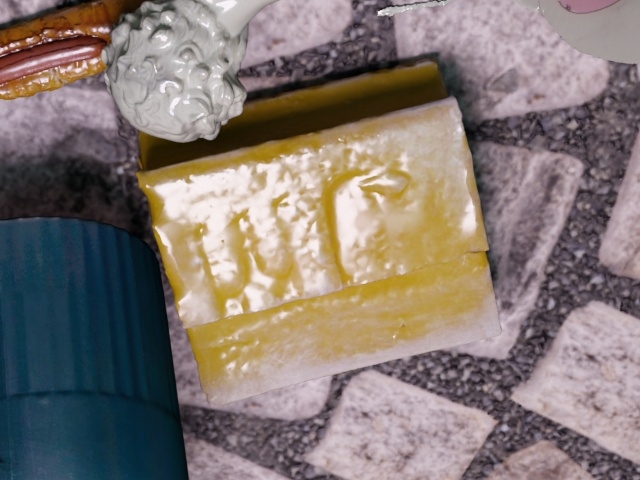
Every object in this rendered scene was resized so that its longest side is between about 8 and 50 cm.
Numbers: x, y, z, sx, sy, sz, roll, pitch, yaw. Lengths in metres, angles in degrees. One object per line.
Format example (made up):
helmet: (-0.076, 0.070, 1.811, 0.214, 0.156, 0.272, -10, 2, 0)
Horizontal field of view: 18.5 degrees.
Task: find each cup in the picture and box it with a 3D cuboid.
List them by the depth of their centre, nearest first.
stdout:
cup: (-0.215, 0.160, 1.646, 0.242, 0.292, 0.308, -23, 152, 29)

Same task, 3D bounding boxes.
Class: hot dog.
hot dog: (-0.223, -0.160, 1.671, 0.215, 0.047, 0.066, -15, 118, 3)

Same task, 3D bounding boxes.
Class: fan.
fan: (0.201, -0.222, 1.694, 0.310, 0.010, 0.182, -12, 116, 1)

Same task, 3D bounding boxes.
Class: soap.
soap: (0.000, 0.000, 1.718, 0.281, 0.143, 0.259, -16, 115, -2)

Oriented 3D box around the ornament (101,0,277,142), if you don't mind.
ornament: (-0.071, -0.205, 1.591, 0.130, 0.120, 0.285, 13, 115, -53)
